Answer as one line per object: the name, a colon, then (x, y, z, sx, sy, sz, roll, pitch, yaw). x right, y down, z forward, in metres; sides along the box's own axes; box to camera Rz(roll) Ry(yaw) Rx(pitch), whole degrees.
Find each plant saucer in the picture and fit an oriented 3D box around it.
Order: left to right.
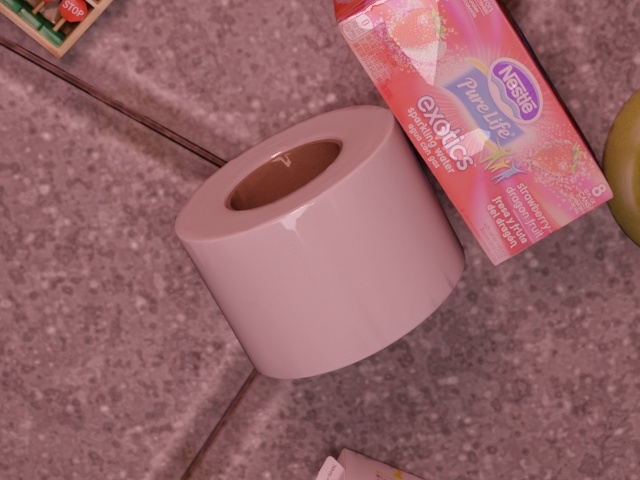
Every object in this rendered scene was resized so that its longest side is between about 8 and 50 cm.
plant saucer: (0.415, -0.075, 1.847, 0.241, 0.037, 0.241, 0, 112, -1)

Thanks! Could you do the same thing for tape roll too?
tape roll: (0.000, 0.000, 1.754, 0.246, 0.246, 0.169, -25, 111, 9)

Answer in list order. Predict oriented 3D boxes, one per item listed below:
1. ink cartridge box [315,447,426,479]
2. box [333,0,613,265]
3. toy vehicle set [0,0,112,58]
ink cartridge box: (0.056, 0.305, 1.966, 0.143, 0.090, 0.092, 22, 111, -11)
box: (0.148, -0.149, 1.746, 0.142, 0.154, 0.300, -31, 109, 11)
toy vehicle set: (-0.303, -0.323, 1.724, 0.267, 0.035, 0.166, 39, 106, -16)
